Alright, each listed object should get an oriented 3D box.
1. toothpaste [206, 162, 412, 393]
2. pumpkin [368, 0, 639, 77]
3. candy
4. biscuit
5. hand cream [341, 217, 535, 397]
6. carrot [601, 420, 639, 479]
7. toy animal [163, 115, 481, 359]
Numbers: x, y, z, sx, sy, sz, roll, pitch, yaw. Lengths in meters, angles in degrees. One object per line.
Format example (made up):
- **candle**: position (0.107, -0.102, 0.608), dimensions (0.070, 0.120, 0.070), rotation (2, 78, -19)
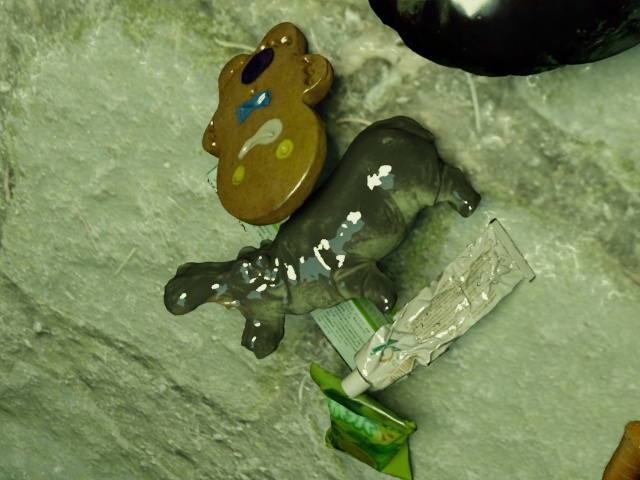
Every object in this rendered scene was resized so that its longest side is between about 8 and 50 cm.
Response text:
- **toothpaste**: position (-0.002, 0.029, 0.794), dimensions (0.067, 0.081, 0.337), rotation (-32, 99, 31)
- **pumpkin**: position (0.133, -0.264, 0.480), dimensions (0.295, 0.296, 0.296), rotation (10, 117, 20)
- **candy**: position (0.061, 0.248, 0.862), dimensions (0.149, 0.069, 0.246), rotation (24, 144, 22)
- **biscuit**: position (-0.058, -0.125, 0.685), dimensions (0.179, 0.039, 0.236), rotation (-28, 56, 28)
- **hand cream**: position (0.124, 0.089, 0.730), dimensions (0.257, 0.050, 0.084), rotation (-39, 95, 4)
- **carrot**: position (0.362, 0.280, 0.775), dimensions (0.048, 0.048, 0.139), rotation (19, 121, 15)
- **toy animal**: position (0.006, 0.016, 0.693), dimensions (0.343, 0.106, 0.168), rotation (-36, 96, 4)
